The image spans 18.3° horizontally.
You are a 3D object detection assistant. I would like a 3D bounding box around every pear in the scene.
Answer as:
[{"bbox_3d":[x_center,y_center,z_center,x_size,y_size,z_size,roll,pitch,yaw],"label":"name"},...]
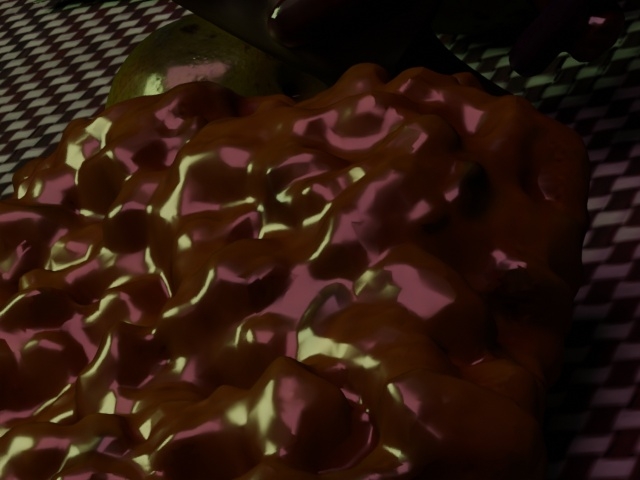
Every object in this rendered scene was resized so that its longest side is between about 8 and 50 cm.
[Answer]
[{"bbox_3d":[-0.065,-0.074,1.139,0.141,0.104,0.141,-24,24,12],"label":"pear"}]

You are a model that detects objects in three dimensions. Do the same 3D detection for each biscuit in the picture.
[{"bbox_3d":[-0.043,0.046,0.835,0.318,0.110,0.312,-12,38,25],"label":"biscuit"}]

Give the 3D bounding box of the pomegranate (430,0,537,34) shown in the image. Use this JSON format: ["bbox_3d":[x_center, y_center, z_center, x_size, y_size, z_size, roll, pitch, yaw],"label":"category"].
[{"bbox_3d":[0.099,-0.203,1.193,0.159,0.159,0.205,-5,7,36],"label":"pomegranate"}]

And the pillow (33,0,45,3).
[{"bbox_3d":[-0.117,-0.263,1.606,0.148,0.050,0.229,-5,31,49],"label":"pillow"}]

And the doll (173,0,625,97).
[{"bbox_3d":[0.076,-0.210,0.996,0.340,0.318,0.209,-52,2,-4],"label":"doll"}]
